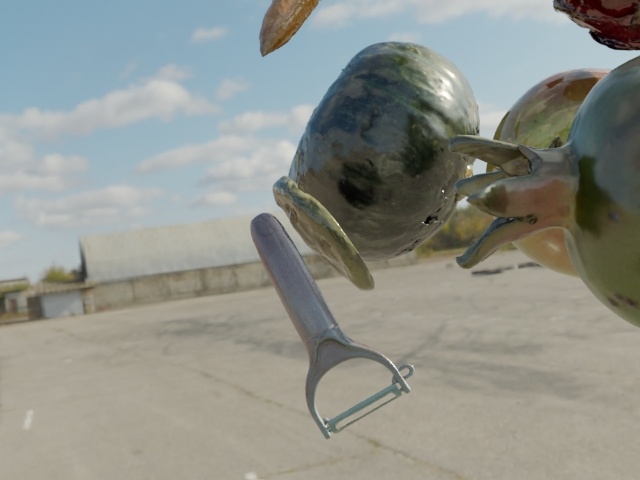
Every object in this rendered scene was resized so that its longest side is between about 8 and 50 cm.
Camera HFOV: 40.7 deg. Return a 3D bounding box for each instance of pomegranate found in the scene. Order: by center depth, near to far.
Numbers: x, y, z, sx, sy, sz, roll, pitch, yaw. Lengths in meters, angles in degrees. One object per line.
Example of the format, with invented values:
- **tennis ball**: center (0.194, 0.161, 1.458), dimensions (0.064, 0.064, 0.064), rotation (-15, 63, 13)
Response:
- **pomegranate**: center (0.193, -0.029, 0.527), dimensions (0.224, 0.181, 0.181), rotation (-2, -2, 3)

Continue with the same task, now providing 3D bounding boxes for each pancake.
- **pancake**: center (0.000, 0.000, 1.401), dimensions (0.050, 0.242, 0.242), rotation (-39, 1, -6)

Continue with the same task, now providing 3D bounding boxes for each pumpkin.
- **pumpkin**: center (0.136, -0.170, 1.703), dimensions (0.344, 0.454, 0.454), rotation (29, 1, 5)

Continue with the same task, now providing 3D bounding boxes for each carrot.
- **carrot**: center (-0.041, -0.331, 1.224), dimensions (0.072, 0.205, 0.072), rotation (20, -28, 11)

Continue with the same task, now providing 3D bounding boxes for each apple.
- **apple**: center (0.406, -0.101, 1.281), dimensions (0.319, 0.319, 0.277), rotation (-8, 12, 16)

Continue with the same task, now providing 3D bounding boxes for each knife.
- **knife**: center (-0.007, 0.071, 0.976), dimensions (0.123, 0.278, 0.053), rotation (-29, -22, -3)

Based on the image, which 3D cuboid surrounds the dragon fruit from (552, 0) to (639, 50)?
- **dragon fruit**: center (0.417, -0.402, 1.095), dimensions (0.329, 0.329, 0.329), rotation (-7, -2, 0)

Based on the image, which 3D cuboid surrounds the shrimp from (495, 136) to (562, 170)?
- **shrimp**: center (0.273, -0.117, 0.978), dimensions (0.148, 0.035, 0.195), rotation (-43, -24, 25)
